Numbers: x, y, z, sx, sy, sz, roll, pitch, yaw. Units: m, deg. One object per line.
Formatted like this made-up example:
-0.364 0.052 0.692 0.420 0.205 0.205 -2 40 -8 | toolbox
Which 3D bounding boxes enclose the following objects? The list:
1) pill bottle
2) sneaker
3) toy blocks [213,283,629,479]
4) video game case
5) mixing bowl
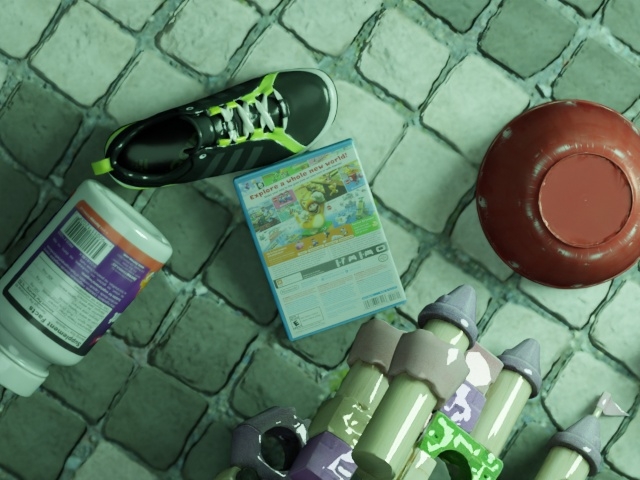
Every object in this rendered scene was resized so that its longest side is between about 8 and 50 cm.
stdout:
-0.237 0.047 1.625 0.108 0.108 0.193 41 94 -3 | pill bottle
-0.093 -0.094 1.620 0.235 0.097 0.084 -20 95 1 | sneaker
0.121 0.180 1.610 0.288 0.309 0.260 39 60 -14 | toy blocks
0.000 0.000 1.657 0.119 0.015 0.166 -19 103 1 | video game case
0.237 -0.039 1.627 0.181 0.098 0.181 0 95 0 | mixing bowl
